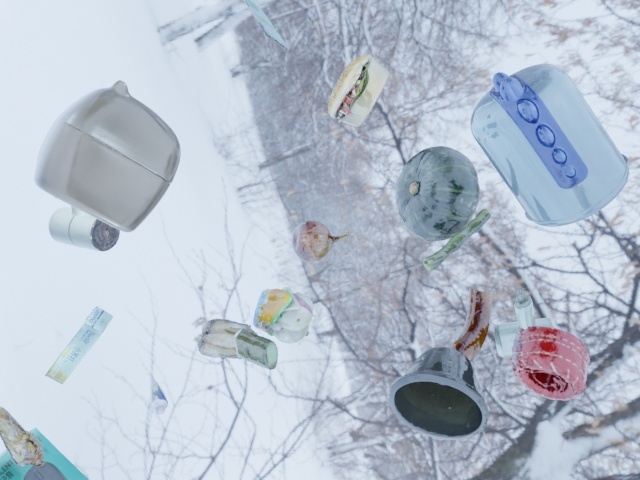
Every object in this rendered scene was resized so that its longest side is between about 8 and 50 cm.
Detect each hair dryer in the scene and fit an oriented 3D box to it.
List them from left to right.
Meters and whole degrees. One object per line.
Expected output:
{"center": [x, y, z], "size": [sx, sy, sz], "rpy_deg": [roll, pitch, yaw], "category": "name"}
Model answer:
{"center": [-0.786, -0.147, 1.767], "size": [0.128, 0.203, 0.361], "rpy_deg": [-39, 133, -56], "category": "hair dryer"}
{"center": [0.589, 0.228, 1.601], "size": [0.357, 0.173, 0.107], "rpy_deg": [60, 25, -46], "category": "hair dryer"}

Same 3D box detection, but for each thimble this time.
{"center": [0.588, 0.313, 1.390], "size": [0.190, 0.163, 0.124], "rpy_deg": [39, 55, -18], "category": "thimble"}

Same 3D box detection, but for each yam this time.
{"center": [-0.159, 0.255, 1.291], "size": [0.147, 0.070, 0.069], "rpy_deg": [13, -46, 38], "category": "yam"}

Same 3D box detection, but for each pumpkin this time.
{"center": [0.364, -0.148, 1.694], "size": [0.300, 0.208, 0.299], "rpy_deg": [-176, -90, -68], "category": "pumpkin"}

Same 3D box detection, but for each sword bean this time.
{"center": [0.343, 0.000, 1.362], "size": [0.038, 0.269, 0.043], "rpy_deg": [20, -46, 42], "category": "sword bean"}

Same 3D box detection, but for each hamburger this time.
{"center": [0.146, -0.601, 2.178], "size": [0.170, 0.301, 0.302], "rpy_deg": [29, 6, -6], "category": "hamburger"}

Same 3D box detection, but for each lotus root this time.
{"center": [-0.363, 0.376, 2.129], "size": [0.078, 0.167, 0.329], "rpy_deg": [32, -1, 33], "category": "lotus root"}

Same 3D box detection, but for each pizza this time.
{"center": [-0.680, 0.461, 1.243], "size": [0.195, 0.052, 0.185], "rpy_deg": [3, -52, 59], "category": "pizza"}

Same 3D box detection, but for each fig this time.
{"center": [-0.006, 0.002, 2.177], "size": [0.175, 0.207, 0.174], "rpy_deg": [179, -90, -65], "category": "fig"}

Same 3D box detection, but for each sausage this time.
{"center": [0.470, 0.276, 1.694], "size": [0.103, 0.302, 0.076], "rpy_deg": [36, -35, -8], "category": "sausage"}

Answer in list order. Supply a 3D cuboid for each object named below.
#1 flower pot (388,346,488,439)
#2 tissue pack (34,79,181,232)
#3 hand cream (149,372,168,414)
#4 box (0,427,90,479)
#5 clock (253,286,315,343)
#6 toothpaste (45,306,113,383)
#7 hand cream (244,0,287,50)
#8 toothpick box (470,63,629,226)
{"center": [0.335, 0.405, 1.510], "size": [0.166, 0.269, 0.268], "rpy_deg": [-62, 143, -46], "category": "flower pot"}
{"center": [-0.473, -0.188, 1.232], "size": [0.267, 0.276, 0.387], "rpy_deg": [35, -8, -26], "category": "tissue pack"}
{"center": [-0.520, 0.496, 1.749], "size": [0.142, 0.053, 0.084], "rpy_deg": [-122, -172, -54], "category": "hand cream"}
{"center": [-0.701, 0.652, 1.365], "size": [0.311, 0.118, 0.205], "rpy_deg": [46, 13, -4], "category": "box"}
{"center": [-0.087, 0.185, 1.339], "size": [0.231, 0.144, 0.103], "rpy_deg": [106, 1, -62], "category": "clock"}
{"center": [-0.746, 0.329, 1.687], "size": [0.071, 0.313, 0.089], "rpy_deg": [37, 31, -15], "category": "toothpaste"}
{"center": [-0.163, -0.574, 1.356], "size": [0.275, 0.079, 0.050], "rpy_deg": [60, -39, 30], "category": "hand cream"}
{"center": [0.486, -0.224, 1.198], "size": [0.354, 0.263, 0.263], "rpy_deg": [48, 7, -17], "category": "toothpick box"}
